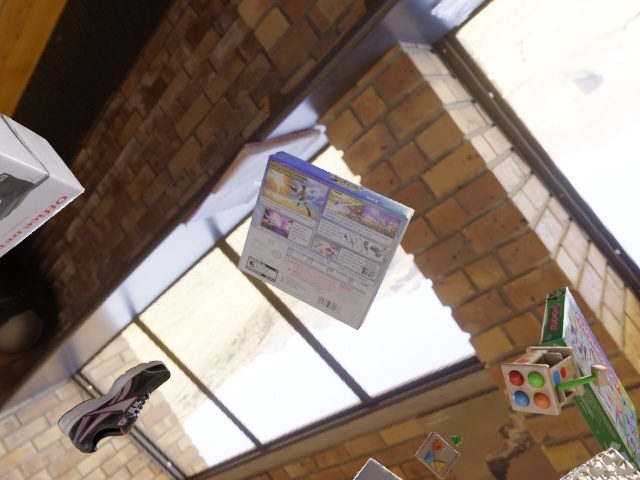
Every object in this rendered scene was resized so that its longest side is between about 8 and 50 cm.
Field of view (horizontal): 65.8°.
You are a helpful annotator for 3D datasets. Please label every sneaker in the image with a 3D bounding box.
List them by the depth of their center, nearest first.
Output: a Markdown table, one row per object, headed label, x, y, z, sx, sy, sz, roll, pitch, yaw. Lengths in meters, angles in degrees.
| label | x | y | z | sx | sy | sz | roll | pitch | yaw |
| --- | --- | --- | --- | --- | --- | --- | --- | --- | --- |
| sneaker | -0.314 | 0.271 | 0.794 | 0.178 | 0.077 | 0.072 | -36 | 151 | -23 |

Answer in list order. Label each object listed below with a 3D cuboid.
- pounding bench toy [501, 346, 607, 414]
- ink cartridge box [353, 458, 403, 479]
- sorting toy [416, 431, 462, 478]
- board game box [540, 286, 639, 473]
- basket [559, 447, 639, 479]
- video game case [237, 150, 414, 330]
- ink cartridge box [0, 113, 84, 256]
| label | x | y | z | sx | sy | sz | roll | pitch | yaw |
| --- | --- | --- | --- | --- | --- | --- | --- | --- | --- |
| pounding bench toy | 0.245 | 0.147 | 0.517 | 0.065 | 0.052 | 0.083 | -15 | 180 | -38 |
| ink cartridge box | 0.030 | 0.431 | 0.518 | 0.131 | 0.226 | 0.306 | 19 | -128 | 43 |
| sorting toy | 0.224 | 0.384 | 0.911 | 0.083 | 0.062 | 0.012 | -46 | 165 | -20 |
| board game box | 0.541 | 0.276 | 0.988 | 0.046 | 0.317 | 0.213 | -28 | -173 | 34 |
| basket | 0.349 | 0.356 | 0.629 | 0.167 | 0.113 | 0.103 | -11 | 136 | -38 |
| video game case | 0.000 | 0.000 | 0.911 | 0.061 | 0.270 | 0.244 | -42 | 155 | -60 |
| ink cartridge box | -0.522 | -0.078 | 0.697 | 0.223 | 0.129 | 0.307 | -40 | 176 | -4 |
